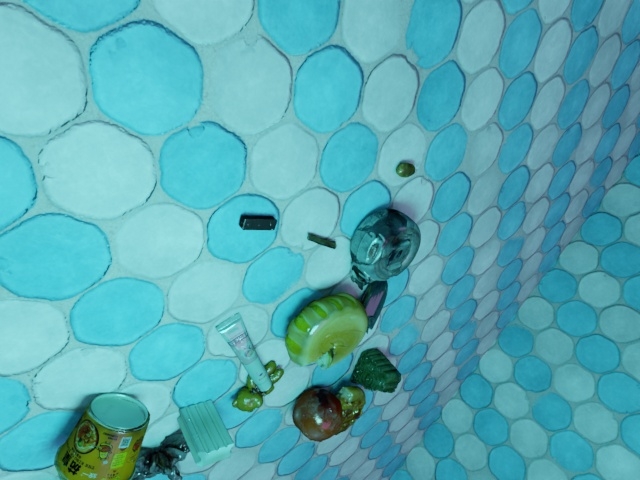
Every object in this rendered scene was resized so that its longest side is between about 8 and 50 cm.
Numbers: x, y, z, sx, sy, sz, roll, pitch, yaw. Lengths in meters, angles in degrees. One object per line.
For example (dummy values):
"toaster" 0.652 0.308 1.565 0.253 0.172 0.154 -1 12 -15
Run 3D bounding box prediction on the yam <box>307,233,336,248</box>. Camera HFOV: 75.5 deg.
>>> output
"yam" 0.000 0.000 1.354 0.130 0.033 0.027 21 132 -41

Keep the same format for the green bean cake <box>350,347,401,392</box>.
"green bean cake" 0.245 0.619 1.863 0.107 0.208 0.193 9 111 -39

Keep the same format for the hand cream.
"hand cream" -0.247 0.382 1.390 0.085 0.058 0.331 -29 119 -15

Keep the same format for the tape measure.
"tape measure" 0.235 0.026 1.475 0.256 0.147 0.274 -20 131 -29

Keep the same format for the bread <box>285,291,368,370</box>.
"bread" 0.024 0.314 1.497 0.333 0.160 0.332 -23 133 -28

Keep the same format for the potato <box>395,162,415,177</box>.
"potato" 0.291 -0.239 1.408 0.083 0.040 0.051 -5 117 -38

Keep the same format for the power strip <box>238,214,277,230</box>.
"power strip" -0.176 -0.050 1.169 0.111 0.029 0.037 0 118 -42

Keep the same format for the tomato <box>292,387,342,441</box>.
"tomato" -0.007 0.721 1.730 0.208 0.208 0.184 29 92 -47

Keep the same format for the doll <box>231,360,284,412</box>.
"doll" -0.219 0.543 1.513 0.209 0.097 0.137 -48 132 -8

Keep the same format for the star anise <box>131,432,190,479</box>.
"star anise" -0.538 0.744 1.382 0.283 0.129 0.212 0 136 -35

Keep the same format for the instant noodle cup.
"instant noodle cup" -0.584 0.542 1.141 0.216 0.216 0.172 23 94 -46

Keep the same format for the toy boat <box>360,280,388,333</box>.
"toy boat" 0.204 0.241 1.656 0.093 0.103 0.246 24 89 -32

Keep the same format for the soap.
"soap" -0.380 0.629 1.362 0.119 0.198 0.066 -3 119 -38

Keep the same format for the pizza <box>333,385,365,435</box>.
"pizza" 0.099 0.797 1.924 0.278 0.114 0.408 -21 137 -26
